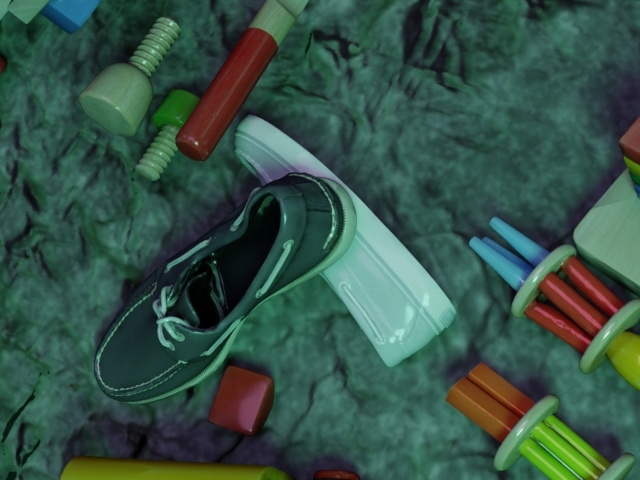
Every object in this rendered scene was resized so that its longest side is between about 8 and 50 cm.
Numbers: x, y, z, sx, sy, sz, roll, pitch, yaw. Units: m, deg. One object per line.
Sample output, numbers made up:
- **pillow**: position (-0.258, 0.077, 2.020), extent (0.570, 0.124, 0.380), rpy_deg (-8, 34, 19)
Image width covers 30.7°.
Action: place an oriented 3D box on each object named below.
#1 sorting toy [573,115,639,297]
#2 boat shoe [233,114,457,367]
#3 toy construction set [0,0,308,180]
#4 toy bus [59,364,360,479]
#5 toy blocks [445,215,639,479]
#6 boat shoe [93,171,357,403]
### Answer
- **sorting toy**: position (0.298, -0.043, 0.588), extent (0.257, 0.089, 0.255), rpy_deg (-48, 53, -6)
- **boat shoe**: position (0.000, 0.000, 0.705), extent (0.063, 0.066, 0.184), rpy_deg (-43, 76, -3)
- **toy construction set**: position (-0.149, -0.209, 0.750), extent (0.309, 0.257, 0.237), rpy_deg (30, 67, 2)
- **toy bus**: position (-0.048, 0.168, 0.630), extent (0.202, 0.104, 0.191), rpy_deg (-43, 66, -2)
- **toy blocks**: position (0.122, 0.066, 0.648), extent (0.148, 0.054, 0.123), rpy_deg (41, 85, 24)
- **boat shoe**: position (-0.073, 0.029, 0.678), extent (0.206, 0.065, 0.075), rpy_deg (-38, 70, 25)
